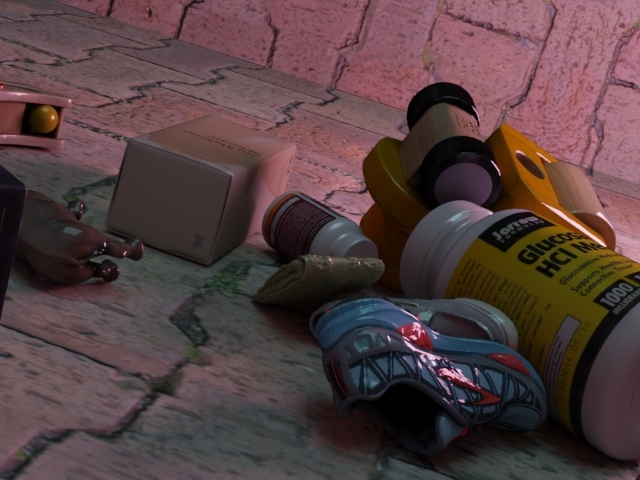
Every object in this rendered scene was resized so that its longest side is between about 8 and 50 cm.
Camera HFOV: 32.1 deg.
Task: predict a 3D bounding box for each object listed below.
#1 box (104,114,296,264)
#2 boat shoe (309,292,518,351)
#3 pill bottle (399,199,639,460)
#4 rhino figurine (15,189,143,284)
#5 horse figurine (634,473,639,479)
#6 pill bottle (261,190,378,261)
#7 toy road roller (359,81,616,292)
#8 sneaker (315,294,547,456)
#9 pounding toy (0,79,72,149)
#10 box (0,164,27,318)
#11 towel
[{"bbox_3d":[-0.147,-0.075,1.462,0.148,0.121,0.311,19,15,7],"label":"box"},{"bbox_3d":[0.088,0.099,1.138,0.227,0.079,0.081,5,11,37],"label":"boat shoe"},{"bbox_3d":[0.244,0.078,1.206,0.188,0.188,0.334,3,20,-41],"label":"pill bottle"},{"bbox_3d":[-0.306,-0.017,1.183,0.243,0.073,0.106,26,14,36],"label":"rhino figurine"},{"bbox_3d":[0.217,0.248,0.808,0.174,0.066,0.263,21,17,-6],"label":"horse figurine"},{"bbox_3d":[0.000,0.000,1.421,0.086,0.086,0.152,3,20,-42],"label":"pill bottle"},{"bbox_3d":[0.198,-0.028,1.472,0.329,0.240,0.202,28,28,-22],"label":"toy road roller"},{"bbox_3d":[0.105,0.152,1.027,0.262,0.104,0.125,21,45,-26],"label":"sneaker"},{"bbox_3d":[-0.473,-0.214,1.544,0.269,0.154,0.154,4,15,-41],"label":"pounding toy"},{"bbox_3d":[-0.452,-0.028,0.859,0.312,0.179,0.343,1,21,-41],"label":"box"},{"bbox_3d":[-0.003,0.048,1.219,0.110,0.027,0.148,3,-20,-25],"label":"towel"}]
